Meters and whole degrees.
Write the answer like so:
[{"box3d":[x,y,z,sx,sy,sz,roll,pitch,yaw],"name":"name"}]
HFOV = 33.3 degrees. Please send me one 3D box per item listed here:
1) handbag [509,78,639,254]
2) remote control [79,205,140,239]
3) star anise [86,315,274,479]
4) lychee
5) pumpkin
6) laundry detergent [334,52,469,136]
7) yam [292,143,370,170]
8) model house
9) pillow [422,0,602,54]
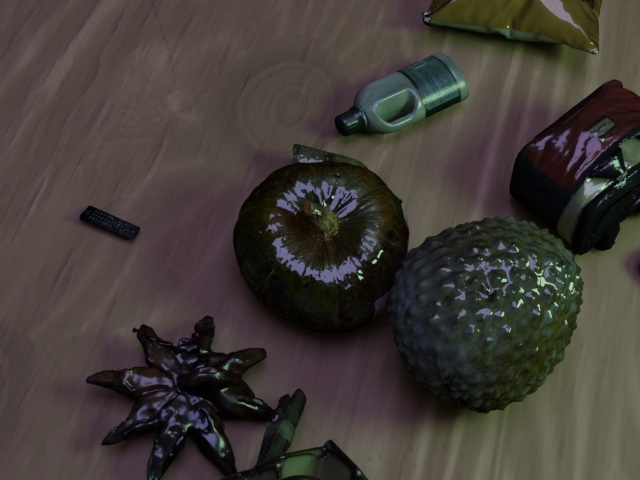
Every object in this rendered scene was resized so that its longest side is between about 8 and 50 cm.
[{"box3d":[0.431,-0.112,1.627,0.254,0.181,0.181,-36,64,-20],"name":"handbag"},{"box3d":[-0.319,-0.025,1.626,0.091,0.016,0.034,23,43,11],"name":"remote control"},{"box3d":[-0.181,0.205,1.435,0.272,0.102,0.271,4,58,-6],"name":"star anise"},{"box3d":[0.221,0.098,1.438,0.274,0.255,0.255,-29,52,31],"name":"lychee"},{"box3d":[0.000,-0.002,1.527,0.260,0.189,0.260,0,57,-1],"name":"pumpkin"},{"box3d":[0.125,-0.228,1.746,0.226,0.070,0.099,-26,69,-19],"name":"laundry detergent"},{"box3d":[0.021,-0.103,1.662,0.147,0.069,0.069,16,58,9],"name":"yam"},{"box3d":[-0.004,0.323,1.369,0.205,0.218,0.278,-27,18,23],"name":"model house"},{"box3d":[0.355,-0.463,1.878,0.313,0.119,0.310,13,54,7],"name":"pillow"}]
